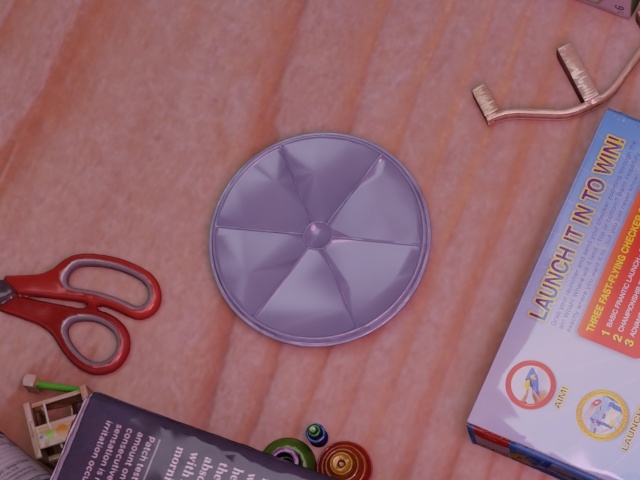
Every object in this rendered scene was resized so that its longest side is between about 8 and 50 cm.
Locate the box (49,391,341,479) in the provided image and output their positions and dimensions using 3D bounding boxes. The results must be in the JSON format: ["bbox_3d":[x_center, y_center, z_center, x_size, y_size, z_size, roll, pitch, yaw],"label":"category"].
[{"bbox_3d":[-0.009,0.301,1.415,0.395,0.293,0.212,19,77,13],"label":"box"}]

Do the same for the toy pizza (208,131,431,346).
[{"bbox_3d":[0.000,0.000,1.647,0.201,0.032,0.201,-3,72,8],"label":"toy pizza"}]

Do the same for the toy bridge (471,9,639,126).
[{"bbox_3d":[0.234,-0.148,1.663,0.188,0.026,0.063,-25,74,0],"label":"toy bridge"}]

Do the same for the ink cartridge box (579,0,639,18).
[{"bbox_3d":[0.246,-0.261,1.653,0.209,0.109,0.062,23,78,14],"label":"ink cartridge box"}]

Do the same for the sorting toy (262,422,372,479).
[{"bbox_3d":[-0.006,0.188,1.583,0.102,0.042,0.061,1,73,9],"label":"sorting toy"}]

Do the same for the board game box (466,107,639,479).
[{"bbox_3d":[0.322,0.086,1.546,0.302,0.086,0.308,23,77,14],"label":"board game box"}]

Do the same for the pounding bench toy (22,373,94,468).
[{"bbox_3d":[-0.223,0.149,1.620,0.065,0.052,0.083,-18,71,2],"label":"pounding bench toy"}]

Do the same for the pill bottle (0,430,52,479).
[{"bbox_3d":[-0.292,0.229,1.567,0.221,0.124,0.124,36,81,17],"label":"pill bottle"}]

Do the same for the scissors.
[{"bbox_3d":[-0.292,0.041,1.684,0.297,0.021,0.109,16,78,14],"label":"scissors"}]
